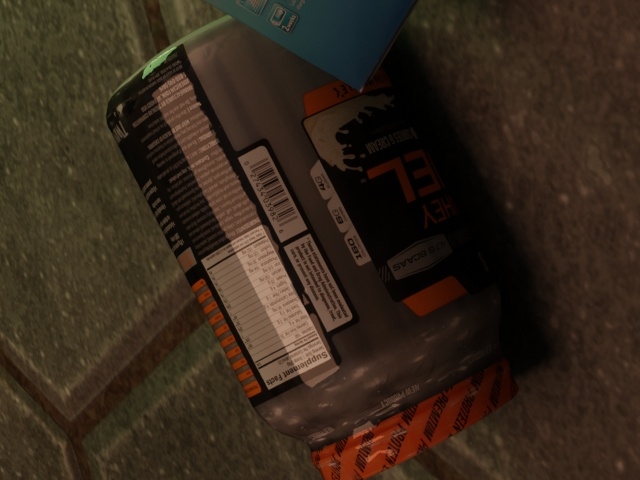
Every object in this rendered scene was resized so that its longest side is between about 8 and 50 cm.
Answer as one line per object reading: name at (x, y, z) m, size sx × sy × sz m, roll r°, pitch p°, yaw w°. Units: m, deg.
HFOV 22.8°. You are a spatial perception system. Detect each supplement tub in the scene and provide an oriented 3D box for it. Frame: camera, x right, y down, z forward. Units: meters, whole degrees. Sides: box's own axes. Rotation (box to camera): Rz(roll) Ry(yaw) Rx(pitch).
supplement tub at (0.000, 0.000, 1.111) m, size 0.193 × 0.194 × 0.316 m, roll -30°, pitch 86°, yaw 55°

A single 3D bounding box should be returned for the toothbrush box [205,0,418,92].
toothbrush box at (-0.041, -0.263, 0.940) m, size 0.296 × 0.126 × 0.216 m, roll 29°, pitch 135°, yaw -2°
